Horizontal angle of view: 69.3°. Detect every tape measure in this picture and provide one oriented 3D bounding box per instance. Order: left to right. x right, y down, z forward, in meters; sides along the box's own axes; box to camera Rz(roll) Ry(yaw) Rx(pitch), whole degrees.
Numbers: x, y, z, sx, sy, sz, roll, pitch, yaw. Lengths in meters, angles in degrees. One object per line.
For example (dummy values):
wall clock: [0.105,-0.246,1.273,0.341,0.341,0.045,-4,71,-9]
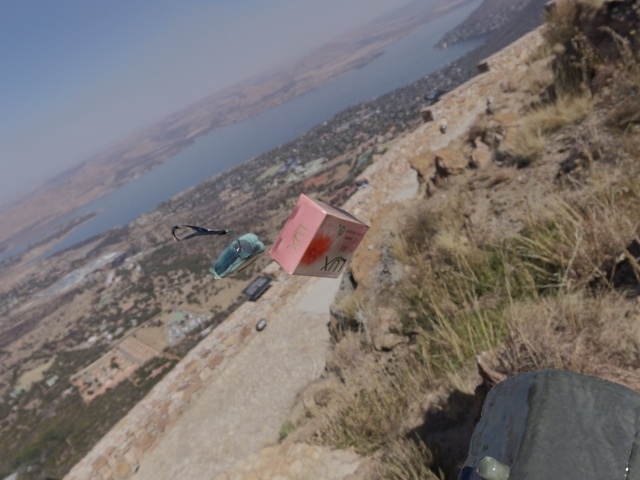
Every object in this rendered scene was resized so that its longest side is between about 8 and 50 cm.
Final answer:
tape measure: [-0.206,-0.005,0.949,0.104,0.180,0.107,-58,-12,22]

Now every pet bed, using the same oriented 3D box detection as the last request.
pet bed: [0.242,0.244,0.474,0.183,0.159,0.211,-15,33,50]

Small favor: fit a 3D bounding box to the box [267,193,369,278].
box: [0.000,0.000,0.723,0.060,0.156,0.111,39,105,30]
